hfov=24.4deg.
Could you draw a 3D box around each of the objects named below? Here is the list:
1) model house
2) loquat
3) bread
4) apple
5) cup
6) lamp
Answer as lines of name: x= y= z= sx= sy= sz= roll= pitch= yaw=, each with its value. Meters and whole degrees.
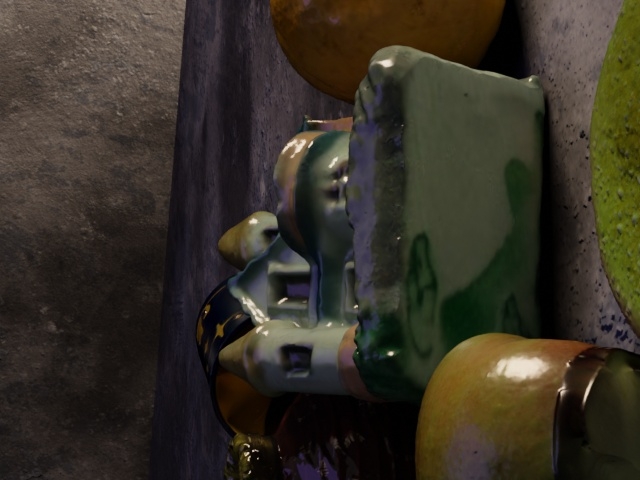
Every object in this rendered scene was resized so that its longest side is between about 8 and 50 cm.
model house: x=0.000 y=0.000 z=1.213 sx=0.325 sy=0.194 sz=0.267 roll=-3 pitch=84 yaw=44
loquat: x=0.060 y=-0.215 z=1.280 sx=0.208 sy=0.208 sz=0.208 roll=-177 pitch=90 yaw=-77
bread: x=0.229 y=-0.056 z=0.878 sx=0.301 sy=0.045 sz=0.301 roll=-178 pitch=90 yaw=-76
apple: x=0.145 y=0.156 z=0.940 sx=0.207 sy=0.173 sz=0.188 roll=46 pitch=-131 yaw=-86
cup: x=-0.032 y=0.103 z=1.759 sx=0.255 sy=0.178 sz=0.256 roll=-51 pitch=15 yaw=2
lamp: x=0.028 y=0.227 z=1.276 sx=0.247 sy=0.246 sz=0.247 roll=-177 pitch=90 yaw=-77
